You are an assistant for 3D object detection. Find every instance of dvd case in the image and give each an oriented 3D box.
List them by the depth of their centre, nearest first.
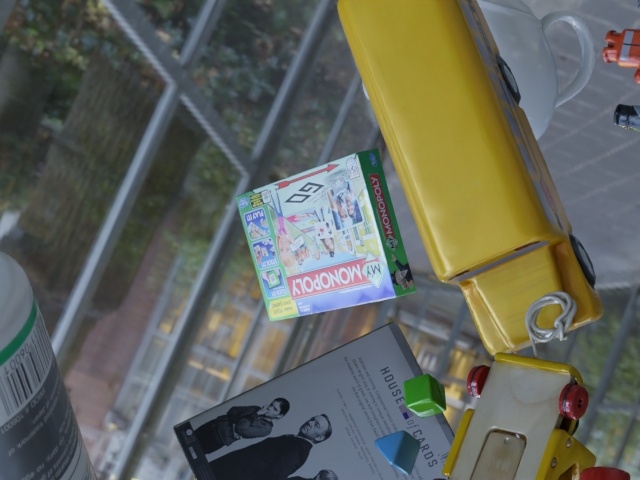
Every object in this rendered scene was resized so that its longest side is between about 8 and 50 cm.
[{"bbox_3d":[0.005,0.206,1.051,0.179,0.239,0.029,63,169,12],"label":"dvd case"}]

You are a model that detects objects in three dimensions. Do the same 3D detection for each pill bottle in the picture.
[{"bbox_3d":[-0.310,0.201,0.976,0.204,0.204,0.361,18,130,36],"label":"pill bottle"}]

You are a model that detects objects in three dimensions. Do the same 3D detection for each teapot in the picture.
[{"bbox_3d":[0.185,-0.231,1.339,0.253,0.187,0.256,19,-172,20],"label":"teapot"}]

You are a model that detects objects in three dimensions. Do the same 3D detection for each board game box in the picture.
[{"bbox_3d":[0.000,0.000,1.682,0.046,0.213,0.317,-14,179,-39],"label":"board game box"}]

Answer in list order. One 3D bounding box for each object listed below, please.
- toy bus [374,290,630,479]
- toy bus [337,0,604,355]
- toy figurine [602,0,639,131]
[{"bbox_3d":[0.165,0.177,0.885,0.104,0.202,0.191,41,-158,-42],"label":"toy bus"},{"bbox_3d":[0.130,-0.071,0.960,0.108,0.332,0.130,-24,166,20],"label":"toy bus"},{"bbox_3d":[0.546,-0.273,1.698,0.148,0.213,0.209,13,137,36],"label":"toy figurine"}]
